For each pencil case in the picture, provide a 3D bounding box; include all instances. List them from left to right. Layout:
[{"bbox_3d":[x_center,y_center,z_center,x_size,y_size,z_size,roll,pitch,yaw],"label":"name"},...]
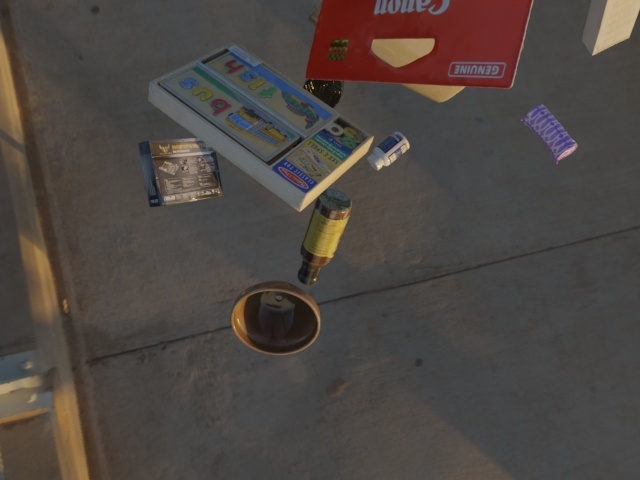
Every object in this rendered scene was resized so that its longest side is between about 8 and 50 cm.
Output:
[{"bbox_3d":[0.773,-0.366,1.902,0.088,0.086,0.206,-34,68,5],"label":"pencil case"}]

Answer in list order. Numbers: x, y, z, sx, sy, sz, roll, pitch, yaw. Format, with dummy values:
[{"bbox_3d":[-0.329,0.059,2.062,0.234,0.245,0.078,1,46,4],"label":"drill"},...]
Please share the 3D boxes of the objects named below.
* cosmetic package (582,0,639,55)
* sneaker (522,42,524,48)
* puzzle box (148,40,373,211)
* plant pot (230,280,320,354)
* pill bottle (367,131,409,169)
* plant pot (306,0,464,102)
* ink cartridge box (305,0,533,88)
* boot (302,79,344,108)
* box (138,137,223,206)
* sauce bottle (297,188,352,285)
[{"bbox_3d":[0.685,-0.541,1.313,0.099,0.239,0.060,-27,69,9],"label":"cosmetic package"},{"bbox_3d":[0.361,-0.438,1.260,0.064,0.192,0.086,38,56,-37],"label":"sneaker"},{"bbox_3d":[-0.121,-0.258,1.192,0.409,0.052,0.272,36,50,10],"label":"puzzle box"},{"bbox_3d":[-0.115,0.186,1.503,0.238,0.237,0.109,19,35,-9],"label":"plant pot"},{"bbox_3d":[0.201,-0.266,1.682,0.120,0.067,0.067,-40,91,-6],"label":"pill bottle"},{"bbox_3d":[0.161,-0.382,0.980,0.274,0.256,0.256,43,75,-14],"label":"plant pot"},{"bbox_3d":[0.084,-0.282,0.555,0.060,0.275,0.238,9,96,-47],"label":"ink cartridge box"},{"bbox_3d":[0.015,-0.415,1.442,0.094,0.246,0.207,19,63,-5],"label":"boot"},{"bbox_3d":[-0.398,-0.201,1.623,0.231,0.056,0.182,-17,101,-49],"label":"box"},{"bbox_3d":[0.000,0.000,1.723,0.112,0.344,0.111,11,43,-11],"label":"sauce bottle"}]
